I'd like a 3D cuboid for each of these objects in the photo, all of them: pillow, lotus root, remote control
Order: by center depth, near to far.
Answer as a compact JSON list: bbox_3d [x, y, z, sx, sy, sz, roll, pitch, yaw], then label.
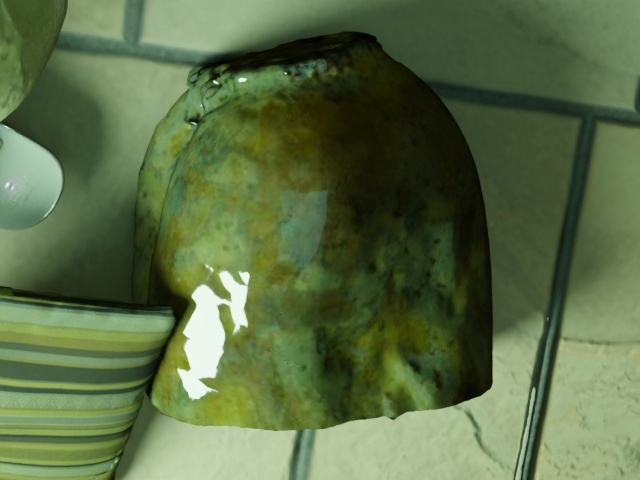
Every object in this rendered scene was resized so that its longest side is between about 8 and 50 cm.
[{"bbox_3d":[-0.277,-0.081,0.899,0.229,0.044,0.073,28,111,-12],"label":"remote control"},{"bbox_3d":[-0.222,0.103,0.908,0.208,0.052,0.212,9,133,-18],"label":"pillow"},{"bbox_3d":[0.012,-0.013,0.948,0.267,0.149,0.260,-3,103,-19],"label":"lotus root"}]

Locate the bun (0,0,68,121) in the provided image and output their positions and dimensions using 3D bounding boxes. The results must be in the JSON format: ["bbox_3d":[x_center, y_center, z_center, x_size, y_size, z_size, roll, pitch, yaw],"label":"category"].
[{"bbox_3d":[-0.257,-0.167,0.793,0.231,0.133,0.231,7,56,-11],"label":"bun"}]
